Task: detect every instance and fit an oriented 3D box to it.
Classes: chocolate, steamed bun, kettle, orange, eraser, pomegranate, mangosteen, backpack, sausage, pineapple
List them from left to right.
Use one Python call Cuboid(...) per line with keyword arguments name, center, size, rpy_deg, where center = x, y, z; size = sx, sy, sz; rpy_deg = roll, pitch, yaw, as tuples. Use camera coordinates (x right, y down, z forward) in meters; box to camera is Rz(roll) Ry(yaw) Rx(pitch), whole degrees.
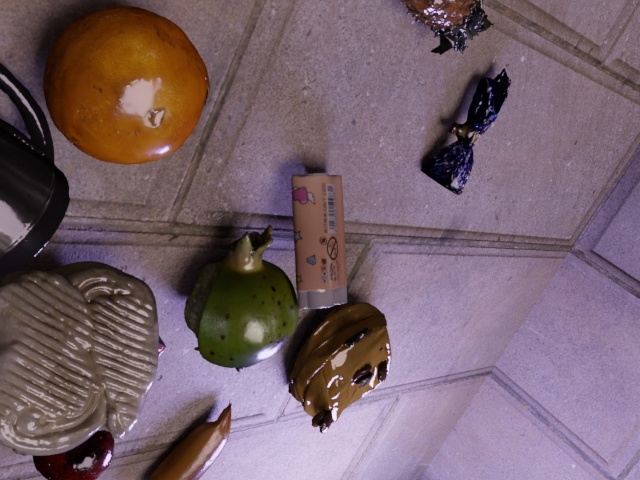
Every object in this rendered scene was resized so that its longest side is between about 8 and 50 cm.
Cuboid(name="kettle", center=(-0.501, -0.111, 0.961), size=(0.251, 0.207, 0.271), rpy_deg=(-40, 137, 1))
Cuboid(name="steamed bun", center=(-0.458, 0.204, 1.242), size=(0.310, 0.219, 0.324), rpy_deg=(0, 80, -36))
Cuboid(name="mangosteen", center=(-0.528, 0.450, 1.501), size=(0.166, 0.166, 0.180), rpy_deg=(-33, 169, -20))
Cuboid(name="orange", center=(-0.292, -0.232, 1.047), size=(0.240, 0.240, 0.240), rpy_deg=(-28, 140, -26))
Cuboid(name="sausage", center=(-0.331, 0.566, 1.858), size=(0.328, 0.112, 0.112), rpy_deg=(-48, 145, -4))
Cuboid(name="pomegranate", center=(-0.164, 0.124, 1.505), size=(0.260, 0.260, 0.340), rpy_deg=(-12, 128, -40))
Cuboid(name="eraser", center=(0.000, 0.000, 1.543), size=(0.171, 0.087, 0.290), rpy_deg=(-4, 91, -63))
Cuboid(name="backpack", center=(0.065, 0.353, 1.989), size=(0.353, 0.201, 0.378), rpy_deg=(-35, 146, -25))
Cuboid(name="pineapple", center=(0.274, -0.488, 1.482), size=(0.170, 0.141, 0.310), rpy_deg=(-60, 151, 8))
Cuboid(name="chocolate", center=(0.391, -0.287, 1.794), size=(0.148, 0.126, 0.343), rpy_deg=(16, 111, -40))

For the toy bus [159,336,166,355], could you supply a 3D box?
Cuboid(name="toy bus", center=(-0.401, 0.193, 1.450), size=(0.065, 0.077, 0.192), rpy_deg=(-47, 145, -5))
